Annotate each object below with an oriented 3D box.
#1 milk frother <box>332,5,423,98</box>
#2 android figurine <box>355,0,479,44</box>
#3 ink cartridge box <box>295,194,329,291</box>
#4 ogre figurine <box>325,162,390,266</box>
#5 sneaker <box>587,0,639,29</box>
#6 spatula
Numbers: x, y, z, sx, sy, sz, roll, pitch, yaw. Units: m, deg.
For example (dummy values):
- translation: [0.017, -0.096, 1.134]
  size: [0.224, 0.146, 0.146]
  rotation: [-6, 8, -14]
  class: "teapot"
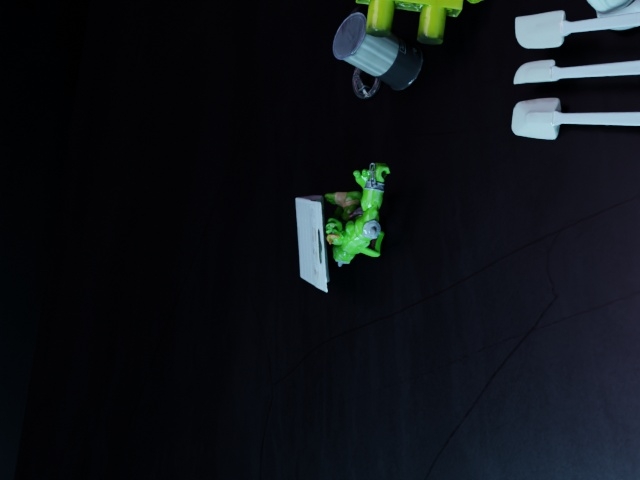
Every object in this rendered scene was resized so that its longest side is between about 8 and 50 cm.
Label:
- translation: [0.075, -0.311, 1.353]
  size: [0.143, 0.135, 0.129]
  rotation: [-50, 39, 26]
  class: "milk frother"
- translation: [0.148, -0.452, 1.240]
  size: [0.056, 0.248, 0.272]
  rotation: [129, 147, -87]
  class: "android figurine"
- translation: [0.000, 0.000, 1.291]
  size: [0.179, 0.045, 0.145]
  rotation: [-163, 68, -73]
  class: "ink cartridge box"
- translation: [0.060, -0.036, 1.274]
  size: [0.197, 0.097, 0.118]
  rotation: [-25, 53, 44]
  class: "ogre figurine"
- translation: [0.404, -0.421, 0.990]
  size: [0.110, 0.118, 0.292]
  rotation: [14, 84, 56]
  class: "sneaker"
- translation: [0.340, -0.214, 1.012]
  size: [0.242, 0.019, 0.168]
  rotation: [14, 102, 55]
  class: "spatula"
